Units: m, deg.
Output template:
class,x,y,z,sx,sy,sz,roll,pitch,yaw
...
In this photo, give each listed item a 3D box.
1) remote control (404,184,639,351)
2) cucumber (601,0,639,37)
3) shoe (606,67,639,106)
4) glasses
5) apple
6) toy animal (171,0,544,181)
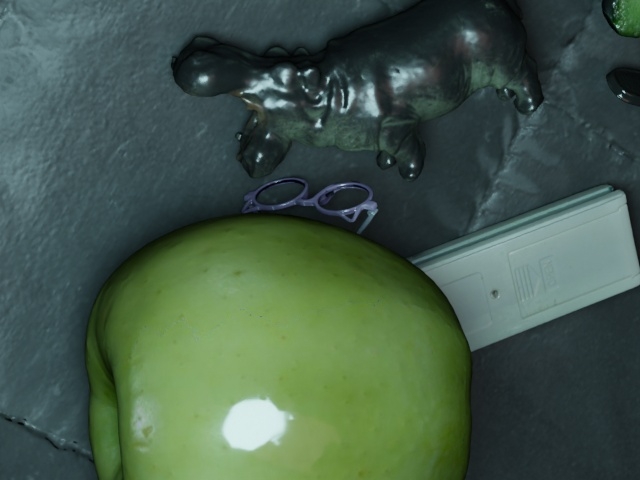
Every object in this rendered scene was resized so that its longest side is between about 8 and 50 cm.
class,x,y,z,sx,sy,sz,roll,pitch,yaw
remote control,0.181,0.038,1.919,0.277,0.055,0.103,-20,111,-15
cucumber,0.354,-0.303,1.891,0.244,0.063,0.115,-48,122,-4
shoe,0.340,-0.130,1.940,0.159,0.062,0.053,13,128,-32
glasses,0.000,0.000,1.811,0.062,0.140,0.103,-49,136,-45
apple,-0.037,0.139,1.696,0.357,0.357,0.357,-6,106,-21
toy animal,0.040,-0.135,1.789,0.343,0.106,0.168,-15,110,-14
